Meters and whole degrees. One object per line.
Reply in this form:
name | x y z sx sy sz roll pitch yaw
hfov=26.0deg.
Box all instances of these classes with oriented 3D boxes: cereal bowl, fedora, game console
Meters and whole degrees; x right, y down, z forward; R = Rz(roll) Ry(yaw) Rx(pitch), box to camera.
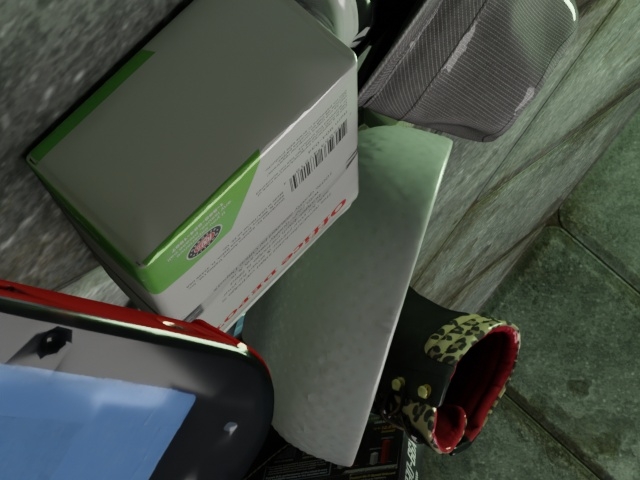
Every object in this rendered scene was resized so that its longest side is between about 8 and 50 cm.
cereal bowl | 0.015 0.040 1.346 0.339 0.141 0.339 18 90 -87
fedora | 0.123 -0.160 1.118 0.243 0.124 0.275 -55 -173 20
game console | -0.215 0.171 0.697 0.386 0.060 0.342 19 102 -50

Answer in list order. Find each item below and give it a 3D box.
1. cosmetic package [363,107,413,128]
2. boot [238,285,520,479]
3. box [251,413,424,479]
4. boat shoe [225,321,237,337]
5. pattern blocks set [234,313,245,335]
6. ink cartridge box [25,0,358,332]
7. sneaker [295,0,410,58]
cosmetic package | 0.097 -0.156 1.416 0.115 0.041 0.060 -45 168 -12
boot | 0.036 0.185 1.654 0.377 0.284 0.138 -44 131 -29
box | -0.033 0.310 1.708 0.307 0.076 0.242 -12 -146 17
boat shoe | -0.108 0.031 1.262 0.065 0.083 0.183 76 30 -76
pattern blocks set | 0.000 0.000 1.597 0.285 0.026 0.325 -55 166 29
ink cartridge box | -0.076 -0.045 0.998 0.198 0.115 0.273 -45 167 -11
sneaker | 0.020 -0.189 0.997 0.121 0.079 0.217 -49 176 -10
